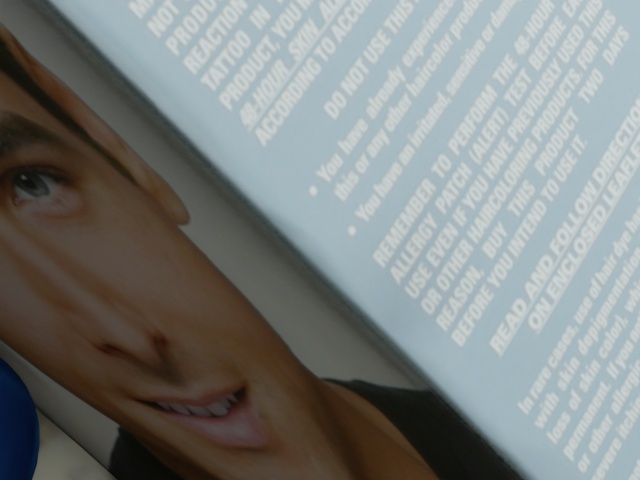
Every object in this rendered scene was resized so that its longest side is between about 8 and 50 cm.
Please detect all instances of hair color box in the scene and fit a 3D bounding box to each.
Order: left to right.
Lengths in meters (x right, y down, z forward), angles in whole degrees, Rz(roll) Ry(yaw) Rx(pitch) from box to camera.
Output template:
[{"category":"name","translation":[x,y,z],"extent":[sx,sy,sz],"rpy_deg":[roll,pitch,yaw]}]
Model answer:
[{"category":"hair color box","translation":[0.000,0.000,0.436],"extent":[0.374,0.185,0.114],"rpy_deg":[46,62,-21]}]

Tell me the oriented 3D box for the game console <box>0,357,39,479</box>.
[{"category":"game console","translation":[-0.259,0.083,0.405],"extent":[0.293,0.173,0.250],"rpy_deg":[37,123,-22]}]
